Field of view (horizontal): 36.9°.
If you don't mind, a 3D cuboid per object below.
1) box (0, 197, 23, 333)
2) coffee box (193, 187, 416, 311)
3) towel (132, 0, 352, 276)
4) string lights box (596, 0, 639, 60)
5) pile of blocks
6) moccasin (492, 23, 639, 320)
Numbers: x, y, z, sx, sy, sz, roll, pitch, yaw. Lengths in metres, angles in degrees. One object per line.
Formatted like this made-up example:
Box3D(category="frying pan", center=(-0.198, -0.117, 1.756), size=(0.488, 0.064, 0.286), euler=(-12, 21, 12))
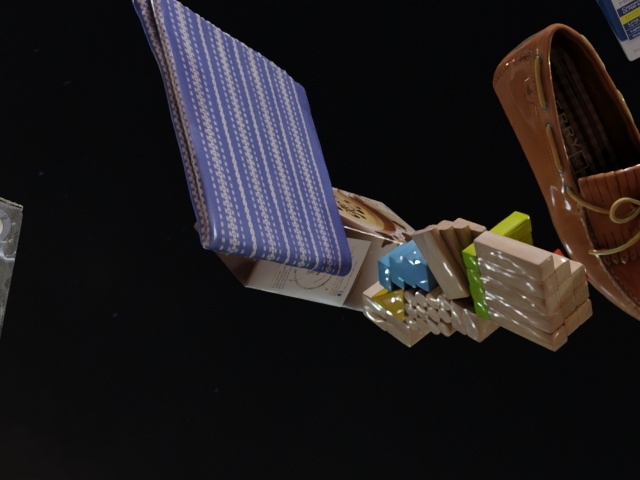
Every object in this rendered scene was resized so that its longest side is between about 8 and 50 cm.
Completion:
Box3D(category="box", center=(-0.299, 0.063, 0.696), size=(0.077, 0.180, 0.147), euler=(23, -32, -39))
Box3D(category="coffee box", center=(0.000, 0.000, 1.317), size=(0.297, 0.168, 0.119), euler=(14, -70, -40))
Box3D(category="towel", center=(-0.064, -0.086, 0.942), size=(0.040, 0.336, 0.243), euler=(-20, -103, 18))
Box3D(category="string lights box", center=(0.240, -0.247, 0.685), size=(0.133, 0.260, 0.076), euler=(-27, -120, 19))
Box3D(category="pile of blocks", center=(0.167, 0.030, 1.064), size=(0.149, 0.112, 0.362), euler=(61, -27, -10))
Box3D(category="moccasin", center=(0.341, -0.072, 1.103), size=(0.139, 0.147, 0.380), euler=(-22, -93, -17))
